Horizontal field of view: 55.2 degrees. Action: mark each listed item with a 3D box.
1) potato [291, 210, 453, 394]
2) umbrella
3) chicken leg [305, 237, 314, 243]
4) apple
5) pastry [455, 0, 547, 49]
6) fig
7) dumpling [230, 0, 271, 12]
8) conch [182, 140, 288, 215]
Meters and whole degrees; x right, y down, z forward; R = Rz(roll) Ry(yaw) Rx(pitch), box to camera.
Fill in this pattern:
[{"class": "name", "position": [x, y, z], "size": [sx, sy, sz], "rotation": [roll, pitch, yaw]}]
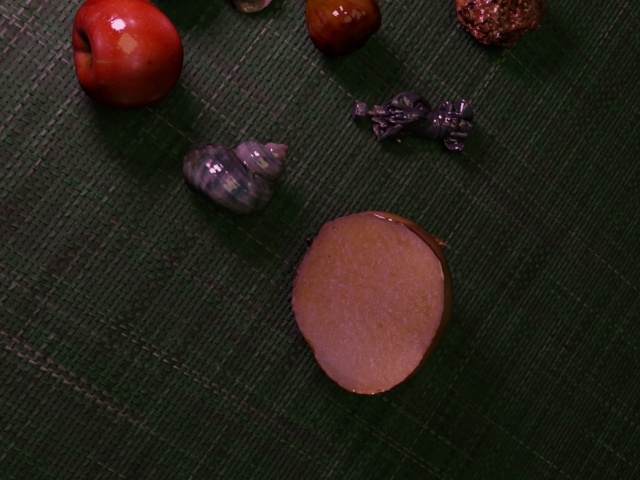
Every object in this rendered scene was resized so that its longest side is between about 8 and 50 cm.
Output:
[{"class": "potato", "position": [0.156, 0.150, 1.591], "size": [0.385, 0.319, 0.442], "rotation": [20, 97, 23]}, {"class": "umbrella", "position": [0.258, -0.332, 1.687], "size": [0.349, 0.094, 0.143], "rotation": [7, 86, -15]}, {"class": "chicken leg", "position": [0.002, 0.001, 1.664], "size": [0.083, 0.021, 0.036], "rotation": [-16, 107, -11]}, {"class": "apple", "position": [-0.438, -0.422, 1.393], "size": [0.216, 0.260, 0.260], "rotation": [-9, 96, -39]}, {"class": "pastry", "position": [0.503, -0.669, 1.691], "size": [0.275, 0.193, 0.275], "rotation": [-1, 94, -18]}, {"class": "fig", "position": [0.035, -0.611, 1.592], "size": [0.191, 0.190, 0.290], "rotation": [-18, 65, -15]}, {"class": "dumpling", "position": [-0.185, -0.671, 1.537], "size": [0.150, 0.092, 0.176], "rotation": [-15, 98, -13]}, {"class": "conch", "position": [-0.202, -0.168, 1.528], "size": [0.277, 0.195, 0.220], "rotation": [-22, 69, 10]}]
